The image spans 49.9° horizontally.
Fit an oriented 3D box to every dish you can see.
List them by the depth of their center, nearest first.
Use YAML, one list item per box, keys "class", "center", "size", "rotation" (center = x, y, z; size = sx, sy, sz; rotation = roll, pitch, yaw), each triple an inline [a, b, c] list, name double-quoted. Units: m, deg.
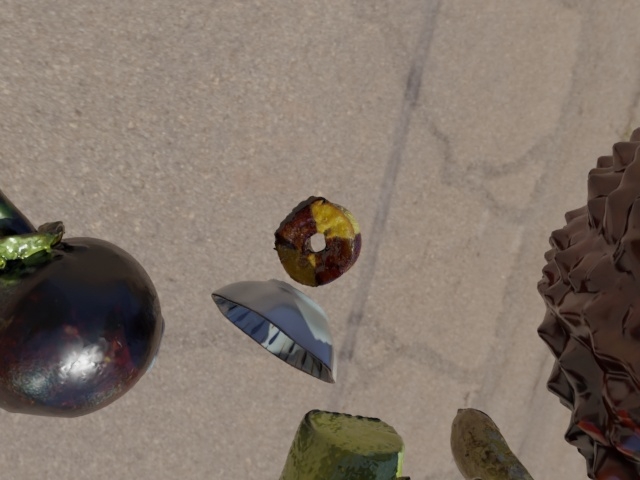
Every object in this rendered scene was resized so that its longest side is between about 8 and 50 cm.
- class: "dish"
  center: [-0.042, 0.099, 0.857]
  size: [0.066, 0.191, 0.190]
  rotation: [-55, 135, -19]

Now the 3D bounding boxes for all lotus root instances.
- class: "lotus root"
  center: [0.289, 0.382, 1.127]
  size: [0.097, 0.258, 0.110]
  rotation: [-31, 134, -4]

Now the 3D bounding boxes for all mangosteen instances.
- class: "mangosteen"
  center: [-0.312, 0.064, 0.784]
  size: [0.231, 0.231, 0.289]
  rotation: [-34, 124, -28]

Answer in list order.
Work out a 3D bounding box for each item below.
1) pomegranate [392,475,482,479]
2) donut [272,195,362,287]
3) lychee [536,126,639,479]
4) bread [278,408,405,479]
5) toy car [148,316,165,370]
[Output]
- class: "pomegranate"
  center: [0.082, 0.294, 0.539]
  size: [0.198, 0.198, 0.246]
  rotation: [17, 117, -45]
- class: "donut"
  center: [0.000, 0.000, 1.051]
  size: [0.059, 0.140, 0.140]
  rotation: [-12, 116, -59]
- class: "lychee"
  center: [0.410, 0.076, 0.526]
  size: [0.500, 0.424, 0.424]
  rotation: [12, 100, -17]
- class: "bread"
  center: [0.024, 0.248, 0.713]
  size: [0.129, 0.111, 0.114]
  rotation: [11, 95, -17]
- class: "toy car"
  center: [-0.331, 0.132, 0.994]
  size: [0.100, 0.191, 0.097]
  rotation: [-47, 153, -87]
